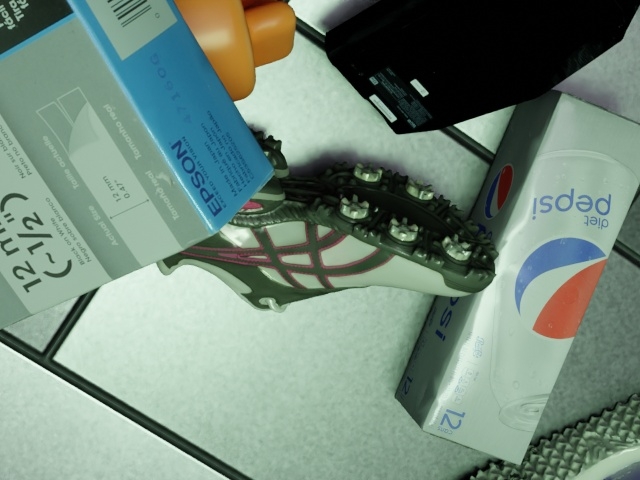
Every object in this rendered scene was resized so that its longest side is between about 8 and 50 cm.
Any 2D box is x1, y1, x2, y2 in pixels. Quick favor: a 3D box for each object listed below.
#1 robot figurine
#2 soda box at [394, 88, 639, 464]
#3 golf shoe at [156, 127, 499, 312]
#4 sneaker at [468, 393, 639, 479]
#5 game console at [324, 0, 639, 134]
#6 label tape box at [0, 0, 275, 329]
[{"bbox_3d":[-0.129,-0.147,1.129,0.219,0.128,0.158,-15,115,-7],"label":"robot figurine"},{"bbox_3d":[0.161,0.025,1.229,0.091,0.098,0.286,21,95,-13],"label":"soda box"},{"bbox_3d":[0.000,0.000,1.186,0.272,0.105,0.120,18,119,7],"label":"golf shoe"},{"bbox_3d":[0.266,0.222,1.288,0.293,0.102,0.146,-21,107,-1],"label":"sneaker"},{"bbox_3d":[0.062,-0.222,1.095,0.213,0.044,0.361,-27,129,23],"label":"game console"},{"bbox_3d":[-0.242,-0.069,1.048,0.347,0.115,0.249,-23,106,28],"label":"label tape box"}]
